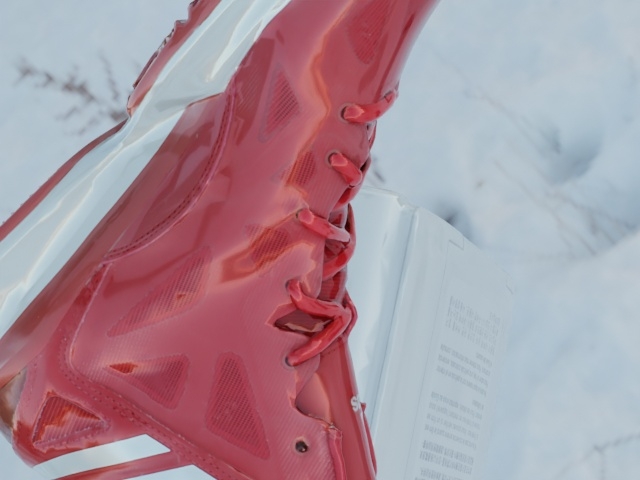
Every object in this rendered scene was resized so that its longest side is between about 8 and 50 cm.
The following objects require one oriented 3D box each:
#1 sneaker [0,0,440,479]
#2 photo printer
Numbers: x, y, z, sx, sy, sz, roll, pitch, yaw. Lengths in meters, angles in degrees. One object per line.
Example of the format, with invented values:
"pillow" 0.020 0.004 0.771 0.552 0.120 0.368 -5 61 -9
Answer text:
"sneaker" 0.000 0.000 0.476 0.221 0.128 0.087 -45 -7 21
"photo printer" 0.022 0.141 1.006 0.107 0.256 0.308 8 81 21
